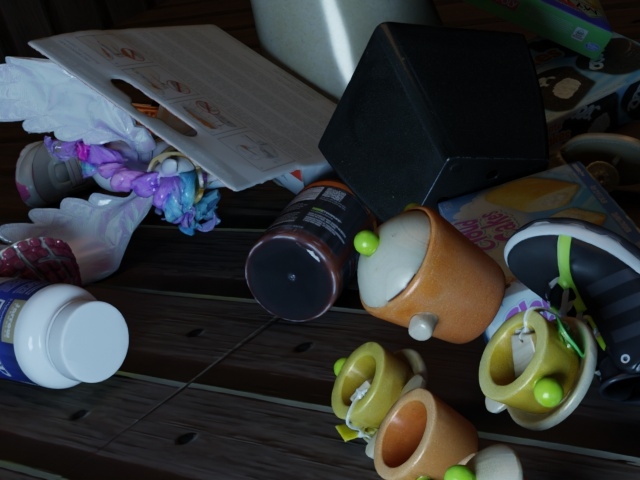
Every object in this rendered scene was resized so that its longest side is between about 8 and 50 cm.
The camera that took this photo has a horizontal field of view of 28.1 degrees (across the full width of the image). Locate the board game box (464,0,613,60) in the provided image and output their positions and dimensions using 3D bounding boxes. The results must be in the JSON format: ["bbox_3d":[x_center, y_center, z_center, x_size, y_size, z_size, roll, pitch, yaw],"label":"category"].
[{"bbox_3d":[0.214,-0.358,1.647,0.317,0.046,0.213,21,32,-15],"label":"board game box"}]

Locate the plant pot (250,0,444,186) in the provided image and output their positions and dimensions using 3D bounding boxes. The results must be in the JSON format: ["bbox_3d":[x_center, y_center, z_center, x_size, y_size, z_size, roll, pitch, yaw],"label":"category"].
[{"bbox_3d":[0.044,-0.277,1.777,0.334,0.305,0.334,-15,20,6],"label":"plant pot"}]

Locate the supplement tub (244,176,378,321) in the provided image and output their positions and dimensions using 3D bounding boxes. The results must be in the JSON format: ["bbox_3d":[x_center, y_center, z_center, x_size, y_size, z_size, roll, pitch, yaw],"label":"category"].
[{"bbox_3d":[0.000,0.000,1.382,0.106,0.106,0.198,-8,22,25],"label":"supplement tub"}]

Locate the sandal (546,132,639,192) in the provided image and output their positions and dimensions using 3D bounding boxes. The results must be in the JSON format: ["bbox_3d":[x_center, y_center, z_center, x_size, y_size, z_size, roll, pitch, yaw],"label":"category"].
[{"bbox_3d":[0.266,-0.059,1.391,0.240,0.088,0.079,4,60,60],"label":"sandal"}]

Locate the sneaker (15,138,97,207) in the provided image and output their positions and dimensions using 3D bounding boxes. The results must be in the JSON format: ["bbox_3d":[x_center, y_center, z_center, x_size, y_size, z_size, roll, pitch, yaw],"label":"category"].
[{"bbox_3d":[-0.386,-0.132,2.060,0.111,0.103,0.252,-5,25,37],"label":"sneaker"}]

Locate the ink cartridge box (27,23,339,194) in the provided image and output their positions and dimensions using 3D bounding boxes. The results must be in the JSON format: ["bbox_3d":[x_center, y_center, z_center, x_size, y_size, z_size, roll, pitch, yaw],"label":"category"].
[{"bbox_3d":[-0.127,-0.139,1.512,0.308,0.091,0.385,35,26,17],"label":"ink cartridge box"}]

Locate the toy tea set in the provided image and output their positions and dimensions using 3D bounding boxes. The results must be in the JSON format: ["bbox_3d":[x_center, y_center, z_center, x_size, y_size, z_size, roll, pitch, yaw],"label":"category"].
[{"bbox_3d":[0.079,0.095,0.928,0.200,0.124,0.336,-58,24,5],"label":"toy tea set"}]

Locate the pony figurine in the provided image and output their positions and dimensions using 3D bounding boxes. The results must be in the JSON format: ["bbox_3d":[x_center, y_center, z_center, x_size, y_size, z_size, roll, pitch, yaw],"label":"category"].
[{"bbox_3d":[-0.255,-0.103,1.679,0.351,0.303,0.363,-2,13,7],"label":"pony figurine"}]

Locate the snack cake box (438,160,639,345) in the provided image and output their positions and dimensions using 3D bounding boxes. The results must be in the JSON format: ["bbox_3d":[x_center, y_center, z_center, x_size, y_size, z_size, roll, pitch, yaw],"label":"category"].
[{"bbox_3d":[0.205,0.023,1.168,0.152,0.089,0.264,-16,20,2],"label":"snack cake box"}]

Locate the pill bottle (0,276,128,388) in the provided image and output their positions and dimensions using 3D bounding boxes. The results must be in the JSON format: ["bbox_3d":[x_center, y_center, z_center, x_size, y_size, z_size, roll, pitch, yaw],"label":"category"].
[{"bbox_3d":[-0.293,0.099,1.359,0.186,0.112,0.112,2,28,45],"label":"pill bottle"}]

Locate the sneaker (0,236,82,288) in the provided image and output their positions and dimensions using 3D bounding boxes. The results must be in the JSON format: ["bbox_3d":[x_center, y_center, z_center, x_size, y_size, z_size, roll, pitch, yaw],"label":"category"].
[{"bbox_3d":[-0.410,0.085,1.486,0.299,0.121,0.112,-33,23,-35],"label":"sneaker"}]

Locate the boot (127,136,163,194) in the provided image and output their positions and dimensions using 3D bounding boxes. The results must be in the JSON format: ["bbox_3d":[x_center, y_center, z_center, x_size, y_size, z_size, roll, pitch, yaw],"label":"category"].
[{"bbox_3d":[-0.184,-0.119,1.904,0.198,0.077,0.137,-32,29,-31],"label":"boot"}]

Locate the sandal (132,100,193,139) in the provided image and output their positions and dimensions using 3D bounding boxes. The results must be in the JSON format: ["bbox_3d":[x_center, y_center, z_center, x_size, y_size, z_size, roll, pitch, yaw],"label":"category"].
[{"bbox_3d":[-0.264,-0.190,2.011,0.265,0.076,0.102,5,62,-1],"label":"sandal"}]

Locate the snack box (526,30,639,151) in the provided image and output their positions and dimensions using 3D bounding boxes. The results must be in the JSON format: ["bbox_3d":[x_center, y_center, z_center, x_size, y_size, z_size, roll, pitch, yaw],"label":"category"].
[{"bbox_3d":[0.268,-0.178,1.621,0.322,0.060,0.187,-26,37,-20],"label":"snack box"}]

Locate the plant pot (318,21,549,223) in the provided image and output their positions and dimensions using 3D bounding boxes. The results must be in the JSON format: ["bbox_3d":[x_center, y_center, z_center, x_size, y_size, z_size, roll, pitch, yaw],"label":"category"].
[{"bbox_3d":[0.135,-0.102,1.352,0.187,0.188,0.167,-1,48,-28],"label":"plant pot"}]

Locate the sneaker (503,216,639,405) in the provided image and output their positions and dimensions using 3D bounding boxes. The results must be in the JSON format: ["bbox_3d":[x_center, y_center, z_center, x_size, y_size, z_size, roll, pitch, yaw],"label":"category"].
[{"bbox_3d":[0.224,0.067,0.949,0.234,0.084,0.097,31,61,27],"label":"sneaker"}]
